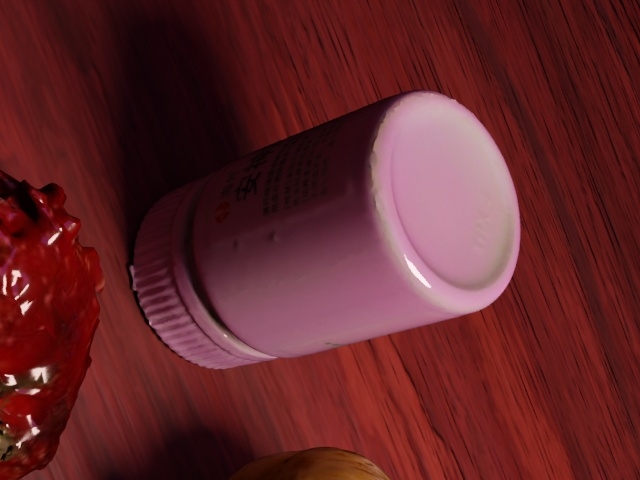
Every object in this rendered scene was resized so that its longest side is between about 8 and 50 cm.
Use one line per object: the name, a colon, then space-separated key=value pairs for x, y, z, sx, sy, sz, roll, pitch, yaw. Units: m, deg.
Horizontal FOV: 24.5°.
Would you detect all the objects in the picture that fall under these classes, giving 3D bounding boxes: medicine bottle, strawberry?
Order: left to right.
strawberry: x=-0.277 y=0.034 z=0.974 sx=0.274 sy=0.274 sz=0.220 roll=31 pitch=19 yaw=-35
medicine bottle: x=0.000 y=0.000 z=1.199 sx=0.178 sy=0.291 sz=0.178 roll=17 pitch=65 yaw=-41

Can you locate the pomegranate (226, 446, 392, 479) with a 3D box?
pomegranate: x=-0.017 y=0.277 z=1.140 sx=0.248 sy=0.248 sz=0.248 roll=18 pitch=64 yaw=-41
